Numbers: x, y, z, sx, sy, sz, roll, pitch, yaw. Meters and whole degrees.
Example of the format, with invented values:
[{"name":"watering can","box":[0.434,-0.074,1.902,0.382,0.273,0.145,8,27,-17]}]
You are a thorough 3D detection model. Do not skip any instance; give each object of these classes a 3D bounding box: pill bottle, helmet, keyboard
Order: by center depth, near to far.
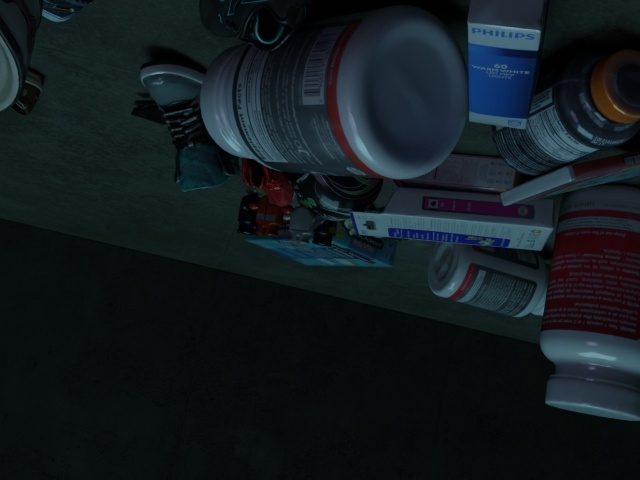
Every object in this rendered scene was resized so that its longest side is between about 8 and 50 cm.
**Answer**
[{"name":"pill bottle","box":[0.341,-0.173,1.173,0.130,0.130,0.246,16,167,-16]},{"name":"pill bottle","box":[0.003,-0.193,1.185,0.210,0.210,0.363,22,173,-38]},{"name":"pill bottle","box":[0.539,0.119,1.651,0.229,0.407,0.229,12,168,3]},{"name":"helmet","box":[0.037,-0.119,1.683,0.161,0.169,0.169,36,159,-22]},{"name":"keyboard","box":[-0.295,-0.254,1.683,0.108,0.023,0.180,14,169,-41]},{"name":"pill bottle","box":[0.440,0.088,2.159,0.318,0.176,0.176,16,167,-17]}]

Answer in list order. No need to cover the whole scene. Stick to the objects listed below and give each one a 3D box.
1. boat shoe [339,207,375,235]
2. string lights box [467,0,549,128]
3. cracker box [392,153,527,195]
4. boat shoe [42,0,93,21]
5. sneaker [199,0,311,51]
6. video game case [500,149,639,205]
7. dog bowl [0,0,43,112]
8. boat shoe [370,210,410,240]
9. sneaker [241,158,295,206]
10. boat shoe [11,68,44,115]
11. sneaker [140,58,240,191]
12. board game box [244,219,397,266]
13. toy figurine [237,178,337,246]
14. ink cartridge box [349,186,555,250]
[{"name":"boat shoe","box":[0.076,-0.067,2.096,0.079,0.084,0.233,46,-179,11]},{"name":"string lights box","box":[0.214,-0.237,0.992,0.077,0.133,0.259,10,167,13]},{"name":"cracker box","box":[0.269,-0.109,1.683,0.232,0.067,0.156,7,167,22]},{"name":"boat shoe","box":[-0.400,-0.365,1.200,0.083,0.065,0.183,-11,158,42]},{"name":"sneaker","box":[-0.090,-0.292,1.111,0.101,0.106,0.267,15,169,-27]},{"name":"video game case","box":[0.441,-0.107,1.324,0.285,0.025,0.204,-13,176,-16]},{"name":"dog bowl","box":[-0.522,-0.332,1.063,0.408,0.150,0.408,16,155,8]},{"name":"boat shoe","box":[0.203,-0.040,2.051,0.069,0.081,0.228,9,174,-29]},{"name":"sneaker","box":[-0.109,-0.119,1.677,0.087,0.128,0.221,-1,137,19]},{"name":"boat shoe","box":[-0.638,-0.303,1.612,0.257,0.095,0.095,19,166,-31]},{"name":"sneaker","box":[-0.222,-0.179,1.529,0.124,0.178,0.295,-7,162,20]},{"name":"board game box","box":[0.000,0.000,2.416,0.336,0.079,0.254,-1,162,45]},{"name":"toy figurine","box":[-0.070,-0.074,1.972,0.209,0.148,0.213,10,177,-21]},{"name":"ink cartridge box","box":[0.246,-0.041,1.669,0.371,0.069,0.176,3,167,7]}]
